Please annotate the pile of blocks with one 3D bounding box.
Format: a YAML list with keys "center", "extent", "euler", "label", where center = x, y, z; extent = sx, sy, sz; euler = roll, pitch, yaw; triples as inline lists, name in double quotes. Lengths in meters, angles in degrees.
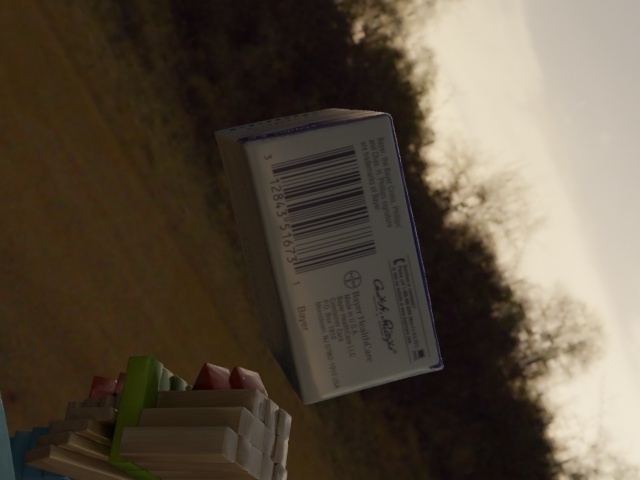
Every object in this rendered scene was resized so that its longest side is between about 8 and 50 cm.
- center: [-0.171, 0.148, 0.936]
  extent: [0.149, 0.362, 0.113]
  euler: [29, 56, -37]
  label: "pile of blocks"

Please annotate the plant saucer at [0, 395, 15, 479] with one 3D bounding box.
- center: [-0.197, 0.114, 0.592]
  extent: [0.195, 0.037, 0.195]
  euler: [170, -90, -87]
  label: "plant saucer"

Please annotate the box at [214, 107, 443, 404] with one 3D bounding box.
- center: [0.000, 0.000, 0.587]
  extent: [0.137, 0.072, 0.126]
  euler: [-144, -139, -76]
  label: "box"
